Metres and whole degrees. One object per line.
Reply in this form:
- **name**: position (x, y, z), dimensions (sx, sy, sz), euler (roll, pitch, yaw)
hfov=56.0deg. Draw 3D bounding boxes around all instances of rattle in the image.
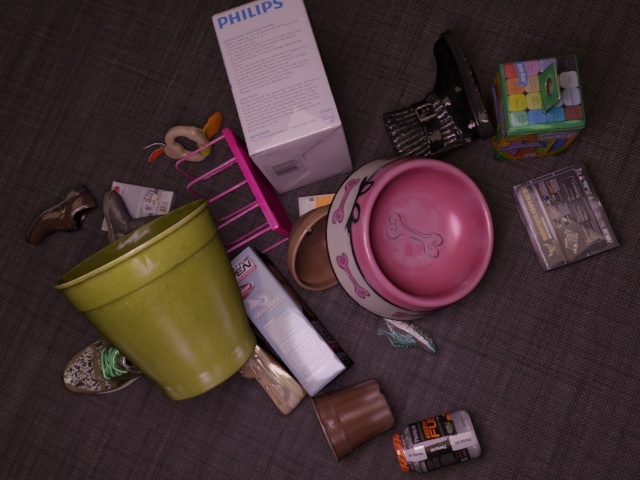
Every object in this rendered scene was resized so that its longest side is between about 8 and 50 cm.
- **rattle**: position (-0.391, -0.297, 1.698), dimensions (0.200, 0.130, 0.142), euler (-9, 67, 34)

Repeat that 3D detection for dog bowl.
- **dog bowl**: position (0.225, -0.013, 1.415), dimensions (0.408, 0.150, 0.407), euler (2, 85, -20)

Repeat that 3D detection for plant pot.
- **plant pot**: position (-0.326, 0.148, 1.338), dimensions (0.367, 0.366, 0.353), euler (-27, 104, 4)
- **plant pot**: position (0.000, 0.000, 1.532), dimensions (0.237, 0.237, 0.110), euler (-50, 46, -1)
- **plant pot**: position (0.085, 0.425, 1.467), dimensions (0.165, 0.167, 0.167), euler (-24, 78, -4)

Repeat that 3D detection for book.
- **book**: position (0.016, -0.074, 1.616), dimensions (0.144, 0.035, 0.096), euler (-5, 83, 8)

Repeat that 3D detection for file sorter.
- **file sorter**: position (-0.221, -0.102, 1.573), dimensions (0.182, 0.202, 0.290), euler (-29, 78, 6)

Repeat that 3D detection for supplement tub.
- **supplement tub**: position (0.276, 0.484, 1.441), dimensions (0.190, 0.117, 0.117), euler (-18, 79, 5)

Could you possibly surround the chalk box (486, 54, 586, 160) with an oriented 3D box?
- **chalk box**: position (0.515, -0.322, 1.446), dimensions (0.179, 0.289, 0.180), euler (-5, 80, 8)

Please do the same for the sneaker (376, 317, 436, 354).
- **sneaker**: position (0.214, 0.246, 1.527), dimensions (0.166, 0.065, 0.076), euler (34, 104, 16)

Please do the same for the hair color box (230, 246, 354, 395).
- **hair color box**: position (-0.083, 0.199, 1.507), dimensions (0.114, 0.185, 0.374), euler (-41, 77, 1)

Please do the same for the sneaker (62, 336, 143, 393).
- **sneaker**: position (-0.498, 0.297, 1.557), dimensions (0.410, 0.182, 0.158), euler (-18, 79, 6)

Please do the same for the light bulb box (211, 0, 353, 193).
- **light bulb box**: position (-0.081, -0.355, 1.510), dimensions (0.225, 0.358, 0.361), euler (-17, 78, 4)

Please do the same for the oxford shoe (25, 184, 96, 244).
- **oxford shoe**: position (-0.734, -0.053, 1.703), dimensions (0.227, 0.083, 0.096), euler (-39, 82, 2)

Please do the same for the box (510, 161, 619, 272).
- **box**: position (0.607, -0.057, 1.509), dimensions (0.183, 0.056, 0.231), euler (-21, 78, 6)

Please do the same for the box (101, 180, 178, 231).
- **box**: position (-0.508, -0.080, 1.694), dimensions (0.186, 0.038, 0.145), euler (10, 83, 9)

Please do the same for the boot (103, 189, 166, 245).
- **boot**: position (-0.471, -0.057, 1.627), dimensions (0.209, 0.076, 0.189), euler (-8, 95, 15)

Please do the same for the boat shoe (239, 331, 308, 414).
- **boat shoe**: position (-0.167, 0.317, 1.545), dimensions (0.302, 0.109, 0.098), euler (42, 88, 7)

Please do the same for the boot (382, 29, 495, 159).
- **boot**: position (0.282, -0.366, 1.574), dimensions (0.260, 0.131, 0.347), euler (-20, 63, 20)
